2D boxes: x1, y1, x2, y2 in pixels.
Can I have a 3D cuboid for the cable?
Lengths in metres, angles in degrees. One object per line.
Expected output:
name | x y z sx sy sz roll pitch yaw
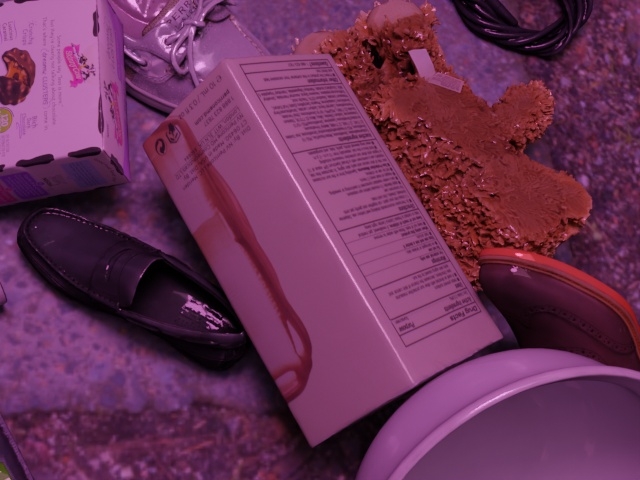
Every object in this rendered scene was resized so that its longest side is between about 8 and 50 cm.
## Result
cable | 0.211 -0.280 1.114 0.151 0.047 0.184 -17 72 -19

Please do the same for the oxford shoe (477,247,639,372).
oxford shoe | 0.219 0.105 0.870 0.271 0.097 0.098 41 66 -26

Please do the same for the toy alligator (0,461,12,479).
toy alligator | -0.147 0.149 0.498 0.056 0.051 0.189 -26 86 -25

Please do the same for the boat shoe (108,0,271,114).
boat shoe | -0.174 -0.227 0.969 0.320 0.103 0.118 39 64 5

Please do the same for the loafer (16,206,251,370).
loafer | -0.155 0.032 0.872 0.223 0.078 0.076 30 63 1

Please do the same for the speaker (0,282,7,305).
speaker | -0.330 0.056 0.834 0.136 0.055 0.055 -28 75 -23

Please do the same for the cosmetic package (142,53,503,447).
cosmetic package | 0.000 0.000 0.861 0.153 0.129 0.296 -14 70 -52

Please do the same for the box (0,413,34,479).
box | -0.280 0.162 0.638 0.183 0.294 0.296 -27 86 -22

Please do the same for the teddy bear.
teddy bear | 0.105 -0.098 0.989 0.338 0.113 0.245 39 58 14

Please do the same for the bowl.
bowl | 0.139 0.194 0.801 0.298 0.298 0.134 -9 28 -17

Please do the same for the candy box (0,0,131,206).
candy box | -0.268 -0.117 0.881 0.196 0.070 0.165 -9 67 7
